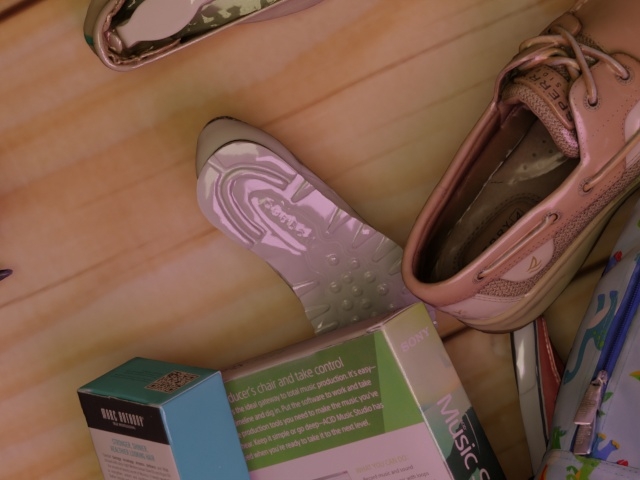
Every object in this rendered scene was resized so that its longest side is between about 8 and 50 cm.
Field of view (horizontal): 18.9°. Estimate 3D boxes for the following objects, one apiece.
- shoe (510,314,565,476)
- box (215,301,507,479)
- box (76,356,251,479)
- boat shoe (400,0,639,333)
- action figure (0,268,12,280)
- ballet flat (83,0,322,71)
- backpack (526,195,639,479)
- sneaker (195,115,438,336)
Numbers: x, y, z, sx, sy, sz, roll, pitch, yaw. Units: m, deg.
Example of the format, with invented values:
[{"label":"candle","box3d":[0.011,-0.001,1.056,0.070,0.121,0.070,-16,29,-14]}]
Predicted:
[{"label":"shoe","box3d":[0.188,0.127,1.399,0.081,0.063,0.178,-10,102,5]},{"label":"box","box3d":[0.043,0.220,1.370,0.232,0.058,0.322,-21,98,42]},{"label":"box","box3d":[-0.093,0.209,1.390,0.100,0.060,0.244,5,116,47]},{"label":"boat shoe","box3d":[0.180,-0.088,1.316,0.122,0.110,0.341,35,96,34]},{"label":"action figure","box3d":[-0.329,-0.016,1.389,0.164,0.141,0.275,-22,94,-4]},{"label":"ballet flat","box3d":[-0.057,-0.188,1.366,0.248,0.086,0.086,-26,95,8]},{"label":"backpack","box3d":[0.295,0.106,1.272,0.290,0.273,0.355,27,63,-26]},{"label":"sneaker","box3d":[0.000,0.000,1.390,0.090,0.095,0.235,-39,112,5]}]
